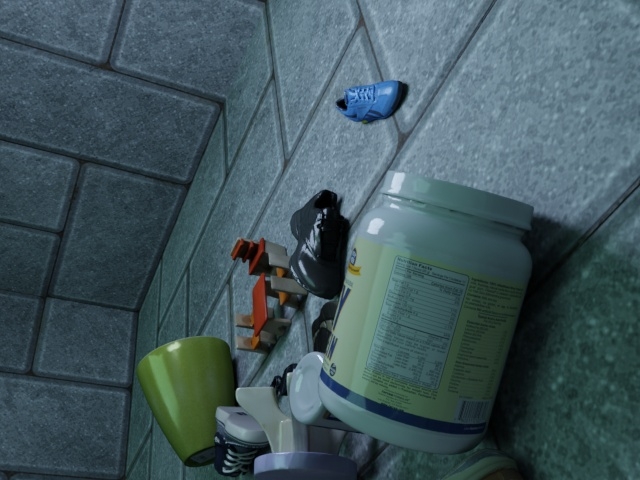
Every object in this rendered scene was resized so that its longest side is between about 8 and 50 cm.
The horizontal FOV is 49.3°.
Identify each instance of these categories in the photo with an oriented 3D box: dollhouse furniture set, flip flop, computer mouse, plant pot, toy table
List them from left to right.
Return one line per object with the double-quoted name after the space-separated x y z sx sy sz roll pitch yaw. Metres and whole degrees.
-0.347 0.464 1.939 0.275 0.274 0.294 -56 45 42 "plant pot"
-0.156 0.121 1.778 0.259 0.135 0.262 -99 30 -43 "dollhouse furniture set"
-0.079 0.335 1.612 0.242 0.041 0.071 132 153 -62 "computer mouse"
-0.027 0.337 1.224 0.274 0.252 0.161 100 171 -66 "toy table"
0.037 0.188 1.363 0.277 0.080 0.112 119 153 -70 "flip flop"

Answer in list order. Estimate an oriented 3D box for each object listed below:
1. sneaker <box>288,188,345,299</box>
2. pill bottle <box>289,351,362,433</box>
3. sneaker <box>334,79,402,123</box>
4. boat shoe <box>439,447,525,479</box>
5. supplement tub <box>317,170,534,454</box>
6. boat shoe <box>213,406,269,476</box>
0.000 0.000 1.517 0.130 0.109 0.286 -51 34 36 "sneaker"
0.056 0.246 1.103 0.112 0.186 0.112 -35 46 47 "pill bottle"
0.097 -0.296 1.472 0.209 0.082 0.069 -5 72 66 "sneaker"
0.132 0.394 0.828 0.324 0.123 0.116 -47 44 5 "boat shoe"
0.143 0.088 0.930 0.235 0.235 0.325 -157 81 -68 "supplement tub"
-0.186 0.501 1.683 0.340 0.127 0.158 160 114 -74 "boat shoe"
